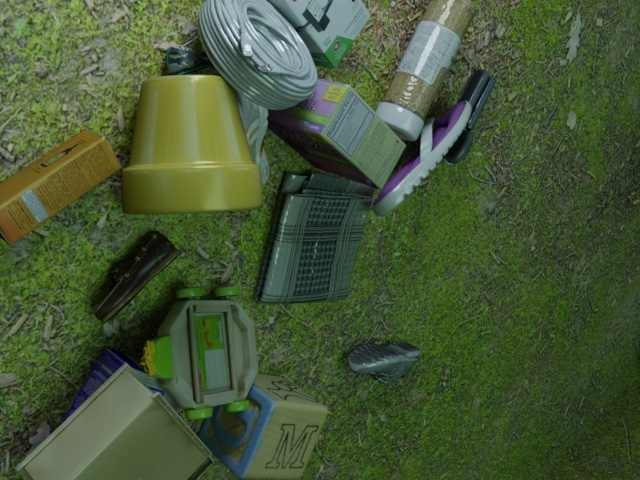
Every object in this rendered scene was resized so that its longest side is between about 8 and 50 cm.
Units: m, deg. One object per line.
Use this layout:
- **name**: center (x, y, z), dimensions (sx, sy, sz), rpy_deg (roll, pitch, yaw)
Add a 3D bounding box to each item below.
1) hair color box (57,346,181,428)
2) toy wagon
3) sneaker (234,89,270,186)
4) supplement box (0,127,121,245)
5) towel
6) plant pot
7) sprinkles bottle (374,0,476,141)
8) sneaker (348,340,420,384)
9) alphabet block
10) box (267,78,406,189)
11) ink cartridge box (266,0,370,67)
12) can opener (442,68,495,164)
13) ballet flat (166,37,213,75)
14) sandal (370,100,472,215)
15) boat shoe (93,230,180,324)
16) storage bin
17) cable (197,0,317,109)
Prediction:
- **hair color box**: center (-0.429, 0.405, 1.518), dimensions (0.185, 0.110, 0.338), rpy_deg (34, 84, -48)
- **toy wagon**: center (-0.252, 0.230, 1.551), dimensions (0.344, 0.068, 0.267), rpy_deg (5, 76, -56)
- **sneaker**: center (-0.174, -0.213, 1.507), dimensions (0.121, 0.099, 0.262), rpy_deg (-22, 121, -32)
- **supplement box**: center (-0.461, -0.095, 1.283), dimensions (0.233, 0.078, 0.080), rpy_deg (-42, 132, -23)
- **towel**: center (0.000, 0.000, 1.802), dimensions (0.312, 0.056, 0.324), rpy_deg (3, 105, -45)
- **plant pot**: center (-0.236, -0.171, 1.367), dimensions (0.254, 0.254, 0.238), rpy_deg (-7, 98, -43)
- **sprinkles bottle**: center (0.250, -0.421, 1.814), dimensions (0.121, 0.121, 0.355), rpy_deg (27, 88, -47)
- **sneaker**: center (0.180, 0.357, 2.102), dimensions (0.281, 0.105, 0.115), rpy_deg (4, 105, -46)
- **alphabet block**: center (-0.135, 0.431, 1.762), dimensions (0.197, 0.192, 0.193), rpy_deg (20, 95, -46)
- **box**: center (0.023, -0.233, 1.601), dimensions (0.243, 0.214, 0.117), rpy_deg (37, 80, -47)
- **ink cartridge box**: center (-0.009, -0.484, 1.553), dimensions (0.153, 0.087, 0.208), rpy_deg (-57, 136, -10)
- **can opener**: center (0.405, -0.328, 2.039), dimensions (0.074, 0.093, 0.280), rpy_deg (32, 80, -46)
- **ballet flat**: center (-0.211, -0.357, 1.430), dimensions (0.188, 0.070, 0.070), rpy_deg (-24, 123, -40)
- **sandal**: center (0.248, -0.233, 1.882), dimensions (0.102, 0.169, 0.416), rpy_deg (44, 62, -10)
- **boat shoe**: center (-0.368, 0.070, 1.463), dimensions (0.073, 0.073, 0.207), rpy_deg (45, 67, -7)
- **storage bin**: center (-0.370, 0.422, 1.418), dimensions (0.262, 0.123, 0.260), rpy_deg (-45, 133, -21)
- **cable**: center (-0.112, -0.357, 1.399), dimensions (0.089, 0.257, 0.257), rpy_deg (-37, 151, 26)
